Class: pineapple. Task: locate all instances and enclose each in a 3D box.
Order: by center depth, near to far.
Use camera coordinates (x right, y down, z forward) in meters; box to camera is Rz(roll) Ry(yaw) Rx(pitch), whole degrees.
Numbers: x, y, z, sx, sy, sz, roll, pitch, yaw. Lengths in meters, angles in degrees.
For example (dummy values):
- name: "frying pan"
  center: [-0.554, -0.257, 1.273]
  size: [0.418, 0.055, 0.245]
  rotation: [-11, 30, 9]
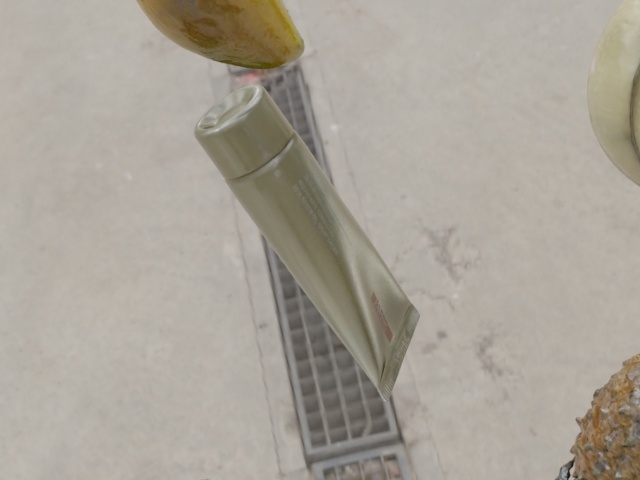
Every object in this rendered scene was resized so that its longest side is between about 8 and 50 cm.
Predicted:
- name: "pineapple"
  center: [0.301, 0.268, 1.178]
  size: [0.169, 0.340, 0.169]
  rotation: [23, 31, -15]

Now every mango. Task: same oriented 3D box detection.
- name: "mango"
  center: [-0.085, -0.194, 0.933]
  size: [0.101, 0.187, 0.066]
  rotation: [-30, 47, 25]

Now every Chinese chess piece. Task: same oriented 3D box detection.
- name: "Chinese chess piece"
  center: [0.425, -0.171, 1.231]
  size: [0.270, 0.270, 0.112]
  rotation: [-19, 28, -7]

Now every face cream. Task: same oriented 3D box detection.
- name: "face cream"
  center: [0.000, 0.000, 1.147]
  size: [0.084, 0.341, 0.137]
  rotation: [-18, 30, 33]

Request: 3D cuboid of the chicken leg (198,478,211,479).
- name: "chicken leg"
  center: [-0.153, 0.372, 1.146]
  size: [0.212, 0.140, 0.361]
  rotation: [-34, 13, 22]
